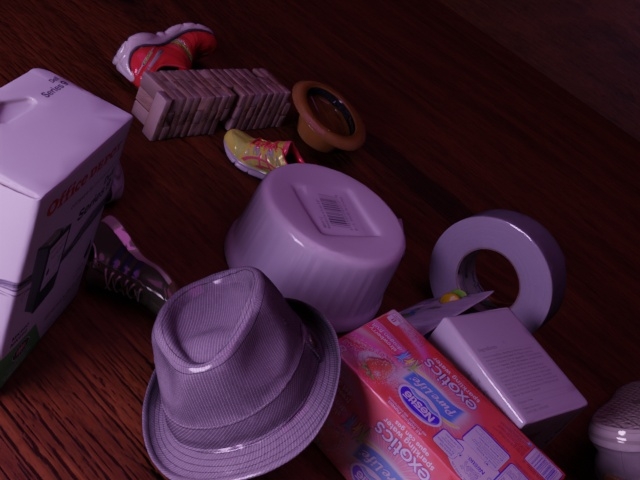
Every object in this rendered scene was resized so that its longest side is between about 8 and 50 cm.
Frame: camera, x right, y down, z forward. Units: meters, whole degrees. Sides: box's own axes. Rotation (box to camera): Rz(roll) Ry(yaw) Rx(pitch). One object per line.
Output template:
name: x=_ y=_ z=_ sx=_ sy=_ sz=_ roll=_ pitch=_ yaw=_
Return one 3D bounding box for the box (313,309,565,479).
box: x=0.124 y=0.252 z=0.916 sx=0.300 sy=0.142 sz=0.154 roll=44 pitch=36 yaw=21

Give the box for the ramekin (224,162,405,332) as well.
ramekin: x=0.000 y=0.000 z=1.165 sx=0.277 sy=0.135 sz=0.277 roll=20 pitch=35 yaw=-15

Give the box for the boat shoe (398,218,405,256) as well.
boat shoe: x=0.139 y=-0.006 z=1.374 sx=0.035 sy=0.035 sz=0.100 roll=-3 pitch=42 yaw=1

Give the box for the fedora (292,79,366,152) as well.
fedora: x=0.004 y=-0.246 z=1.538 sx=0.194 sy=0.079 sz=0.194 roll=25 pitch=41 yaw=-23

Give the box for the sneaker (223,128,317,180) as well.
sneaker: x=-0.084 y=-0.154 z=1.344 sx=0.208 sy=0.094 sz=0.081 roll=35 pitch=35 yaw=10

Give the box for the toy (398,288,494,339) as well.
toy: x=0.166 y=0.136 z=1.149 sx=0.237 sy=0.137 sz=0.056 roll=-24 pitch=99 yaw=-49

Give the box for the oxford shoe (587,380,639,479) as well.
oxford shoe: x=0.551 y=0.309 z=1.187 sx=0.449 sy=0.169 sz=0.130 roll=-5 pitch=90 yaw=-51

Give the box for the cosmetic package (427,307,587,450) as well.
cosmetic package: x=0.236 y=0.215 z=1.040 sx=0.151 sy=0.151 sz=0.184 roll=-2 pitch=46 yaw=-39

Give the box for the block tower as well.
block tower: x=-0.202 y=-0.267 z=1.409 sx=0.097 sy=0.091 sz=0.335 roll=44 pitch=36 yaw=23

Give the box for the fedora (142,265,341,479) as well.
fedora: x=-0.106 y=0.124 z=0.832 sx=0.243 sy=0.124 sz=0.275 roll=-13 pitch=32 yaw=13

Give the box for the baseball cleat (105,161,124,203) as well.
baseball cleat: x=-0.335 y=-0.067 z=1.062 sx=0.109 sy=0.072 sz=0.206 roll=53 pitch=40 yaw=-46

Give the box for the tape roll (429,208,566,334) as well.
tape roll: x=0.294 y=0.060 z=1.227 sx=0.219 sy=0.219 sz=0.072 roll=44 pitch=36 yaw=21

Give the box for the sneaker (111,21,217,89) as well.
sneaker: x=-0.295 y=-0.354 z=1.475 sx=0.118 sy=0.107 sz=0.279 roll=52 pitch=39 yaw=0

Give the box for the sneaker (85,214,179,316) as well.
sneaker: x=-0.269 y=0.047 z=0.975 sx=0.086 sy=0.064 sz=0.192 roll=-23 pitch=59 yaw=-42

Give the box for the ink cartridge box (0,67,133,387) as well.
ink cartridge box: x=-0.330 y=-0.008 z=0.790 sx=0.121 sy=0.289 sz=0.211 roll=26 pitch=34 yaw=-4
